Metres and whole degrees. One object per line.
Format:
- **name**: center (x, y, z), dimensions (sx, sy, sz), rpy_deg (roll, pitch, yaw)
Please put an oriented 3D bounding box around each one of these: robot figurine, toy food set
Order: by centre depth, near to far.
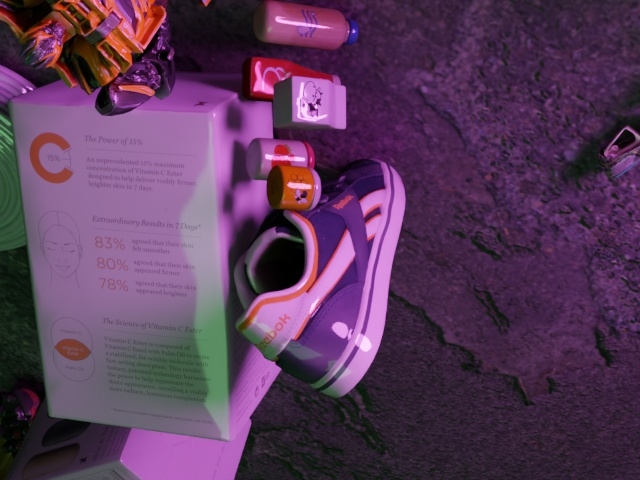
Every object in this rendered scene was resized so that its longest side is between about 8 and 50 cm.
- **robot figurine**: center (-0.166, -0.238, 0.830), dimensions (0.085, 0.291, 0.211), rpy_deg (-25, 124, 35)
- **toy food set**: center (-0.004, -0.140, 0.957), dimensions (0.104, 0.232, 0.111), rpy_deg (2, 175, -28)

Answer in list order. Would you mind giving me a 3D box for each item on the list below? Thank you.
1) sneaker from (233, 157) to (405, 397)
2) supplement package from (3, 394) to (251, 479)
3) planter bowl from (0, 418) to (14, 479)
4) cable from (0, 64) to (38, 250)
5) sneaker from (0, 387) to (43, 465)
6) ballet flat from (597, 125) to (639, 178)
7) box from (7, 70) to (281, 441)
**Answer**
- **sneaker**: center (0.000, 0.000, 1.007), dimensions (0.127, 0.321, 0.126), rpy_deg (30, 123, -14)
- **supplement package**: center (-0.279, 0.314, 1.497), dimensions (0.262, 0.199, 0.198), rpy_deg (-22, 125, 33)
- **planter bowl**: center (-0.536, 0.351, 1.659), dimensions (0.090, 0.217, 0.217), rpy_deg (25, 154, 51)
- **cable**: center (-0.411, -0.099, 1.186), dimensions (0.257, 0.089, 0.257), rpy_deg (-27, 122, 32)
- **sneaker**: center (-0.408, 0.337, 1.634), dimensions (0.097, 0.135, 0.276), rpy_deg (-5, 115, 42)
- **ballet flat**: center (0.318, -0.101, 1.012), dimensions (0.041, 0.041, 0.114), rpy_deg (37, 132, -21)
- **box**: center (-0.169, 0.008, 1.078), dimensions (0.215, 0.168, 0.345), rpy_deg (5, 112, 15)
